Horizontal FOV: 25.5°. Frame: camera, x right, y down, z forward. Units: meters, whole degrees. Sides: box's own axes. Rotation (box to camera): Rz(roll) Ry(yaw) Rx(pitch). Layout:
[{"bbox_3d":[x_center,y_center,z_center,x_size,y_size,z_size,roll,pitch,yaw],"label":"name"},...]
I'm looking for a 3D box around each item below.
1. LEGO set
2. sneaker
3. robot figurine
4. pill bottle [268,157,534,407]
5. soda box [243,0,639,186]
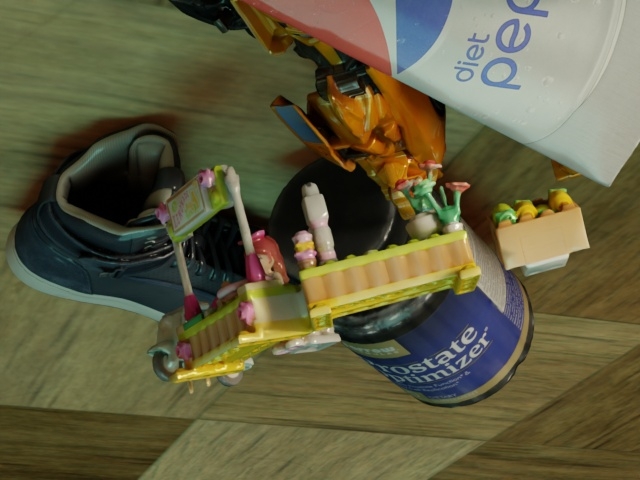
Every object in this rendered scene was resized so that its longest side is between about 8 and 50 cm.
[{"bbox_3d":[0.000,0.000,0.805,0.287,0.107,0.132,-23,165,33],"label":"LEGO set"},{"bbox_3d":[-0.084,-0.003,0.950,0.226,0.086,0.163,8,154,-20],"label":"sneaker"},{"bbox_3d":[0.047,-0.113,0.741,0.211,0.085,0.291,-15,152,20],"label":"robot figurine"},{"bbox_3d":[0.057,0.028,0.988,0.123,0.123,0.219,-16,149,24],"label":"pill bottle"},{"bbox_3d":[0.013,-0.132,0.562,0.286,0.098,0.091,25,111,-17],"label":"soda box"}]
